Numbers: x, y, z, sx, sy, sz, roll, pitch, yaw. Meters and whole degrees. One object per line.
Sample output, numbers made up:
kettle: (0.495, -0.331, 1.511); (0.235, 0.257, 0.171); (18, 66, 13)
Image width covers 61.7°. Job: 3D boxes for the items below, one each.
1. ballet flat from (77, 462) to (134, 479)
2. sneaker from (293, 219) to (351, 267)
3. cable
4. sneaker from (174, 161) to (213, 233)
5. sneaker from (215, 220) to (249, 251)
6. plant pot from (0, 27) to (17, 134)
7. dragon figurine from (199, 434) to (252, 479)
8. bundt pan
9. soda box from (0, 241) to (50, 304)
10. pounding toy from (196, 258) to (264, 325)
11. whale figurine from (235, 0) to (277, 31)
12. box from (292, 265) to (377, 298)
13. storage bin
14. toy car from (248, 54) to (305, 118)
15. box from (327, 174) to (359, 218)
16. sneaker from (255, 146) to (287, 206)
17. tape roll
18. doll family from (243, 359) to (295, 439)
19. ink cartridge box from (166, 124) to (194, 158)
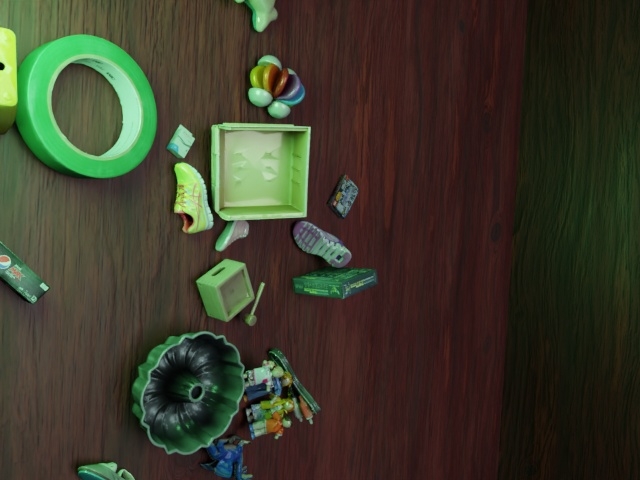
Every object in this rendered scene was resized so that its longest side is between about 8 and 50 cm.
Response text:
ballet flat: (-0.535, 0.611, 1.376); (0.213, 0.072, 0.068); (58, 27, -33)
sneaker: (0.000, 0.000, 1.869); (0.236, 0.105, 0.095); (34, 112, -23)
cable: (-0.092, 0.491, 1.773); (0.072, 0.139, 0.287); (-40, 118, -28)
sneaker: (-0.365, -0.112, 1.475); (0.094, 0.081, 0.209); (-31, 115, -38)
sneaker: (-0.259, -0.013, 1.614); (0.070, 0.051, 0.134); (42, 59, -34)
plant pot: (-0.694, -0.328, 1.033); (0.212, 0.187, 0.212); (-3, 96, -46)
dragon figurine: (-0.298, 0.655, 1.602); (0.289, 0.085, 0.144); (31, 70, -45)
bundt pan: (-0.373, 0.403, 1.476); (0.330, 0.124, 0.331); (-6, 98, -46)
soda box: (-0.679, 0.064, 1.172); (0.053, 0.060, 0.169); (-52, 128, -29)
pounding toy: (-0.258, 0.164, 1.608); (0.181, 0.094, 0.206); (-41, 131, -42)
whale figurine: (-0.203, -0.765, 1.579); (0.216, 0.141, 0.272); (-54, 153, -28)
box: (0.048, 0.139, 1.819); (0.183, 0.232, 0.059); (-16, 101, -45)
storage bin: (-0.176, -0.204, 1.556); (0.260, 0.123, 0.263); (-4, 108, -23)
toy car: (-0.123, -0.478, 1.658); (0.182, 0.136, 0.159); (26, 74, -45)
box: (0.085, -0.161, 1.981); (0.094, 0.027, 0.137); (44, 63, -38)
sneaker: (-0.169, -0.206, 1.676); (0.163, 0.086, 0.226); (22, 86, -36)
tape roll: (-0.537, -0.305, 1.252); (0.321, 0.077, 0.322); (-6, 97, -53)
doll family: (-0.163, 0.489, 1.700); (0.163, 0.118, 0.263); (-12, 100, -11)
ink cartridge box: (-0.382, -0.274, 1.480); (0.048, 0.028, 0.083); (40, 64, -41)
